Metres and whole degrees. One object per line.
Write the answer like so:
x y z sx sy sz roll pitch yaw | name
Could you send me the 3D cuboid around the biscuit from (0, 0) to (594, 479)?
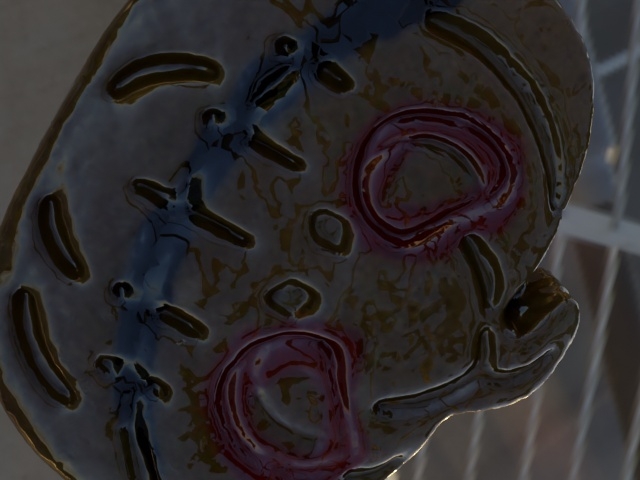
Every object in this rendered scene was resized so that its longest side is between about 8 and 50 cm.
0.000 0.000 0.888 0.314 0.063 0.367 30 96 -14 | biscuit
